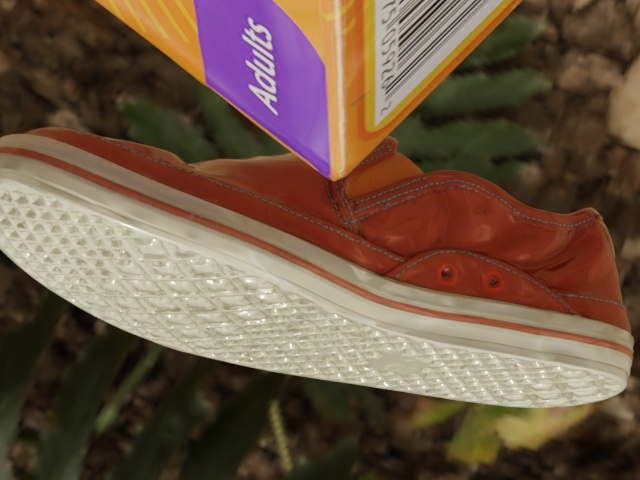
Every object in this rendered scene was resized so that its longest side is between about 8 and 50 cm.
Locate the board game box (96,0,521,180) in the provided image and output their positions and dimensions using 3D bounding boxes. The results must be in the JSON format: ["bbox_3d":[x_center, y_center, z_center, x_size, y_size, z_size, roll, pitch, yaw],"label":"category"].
[{"bbox_3d":[-0.014,-0.313,0.464,0.356,0.356,0.356,39,161,19],"label":"board game box"}]

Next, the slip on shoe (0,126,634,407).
[{"bbox_3d":[0.000,0.000,0.834,0.331,0.101,0.123,13,157,-26],"label":"slip on shoe"}]
